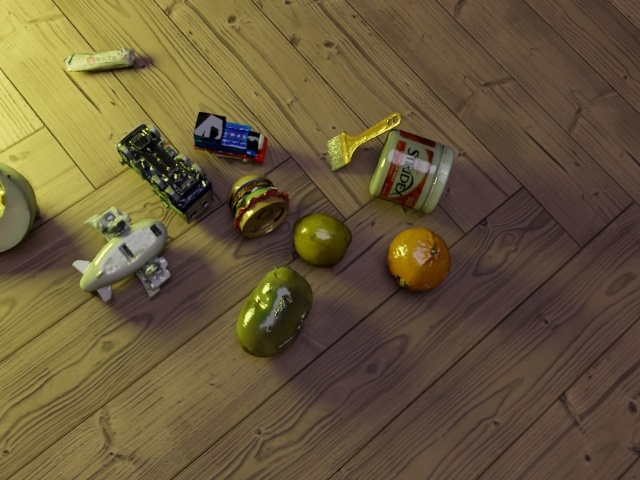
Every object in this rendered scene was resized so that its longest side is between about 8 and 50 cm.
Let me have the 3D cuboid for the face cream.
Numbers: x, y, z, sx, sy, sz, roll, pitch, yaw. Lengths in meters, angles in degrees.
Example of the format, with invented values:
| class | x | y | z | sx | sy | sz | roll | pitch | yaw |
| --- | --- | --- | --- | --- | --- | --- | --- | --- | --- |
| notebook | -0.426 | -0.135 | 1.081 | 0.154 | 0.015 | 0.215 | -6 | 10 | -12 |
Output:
| class | x | y | z | sx | sy | sz | roll | pitch | yaw |
| --- | --- | --- | --- | --- | --- | --- | --- | --- | --- |
| face cream | 0.254 | -0.195 | 1.876 | 0.187 | 0.201 | 0.201 | 19 | 70 | -1 |

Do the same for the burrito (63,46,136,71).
| class | x | y | z | sx | sy | sz | roll | pitch | yaw |
| --- | --- | --- | --- | --- | --- | --- | --- | --- | --- |
| burrito | -0.648 | -0.532 | 1.962 | 0.203 | 0.064 | 0.064 | -10 | 72 | -8 |

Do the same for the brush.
| class | x | y | z | sx | sy | sz | roll | pitch | yaw |
| --- | --- | --- | --- | --- | --- | --- | --- | --- | --- |
| brush | 0.123 | -0.292 | 1.889 | 0.013 | 0.272 | 0.103 | 10 | 63 | -45 |

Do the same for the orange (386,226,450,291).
| class | x | y | z | sx | sy | sz | roll | pitch | yaw |
| --- | --- | --- | --- | --- | --- | --- | --- | --- | --- |
| orange | 0.269 | 0.052 | 1.822 | 0.177 | 0.155 | 0.177 | -2 | 63 | 3 |

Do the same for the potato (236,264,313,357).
| class | x | y | z | sx | sy | sz | roll | pitch | yaw |
| --- | --- | --- | --- | --- | --- | --- | --- | --- | --- |
| potato | -0.117 | 0.189 | 1.729 | 0.169 | 0.143 | 0.248 | 30 | 70 | 15 |

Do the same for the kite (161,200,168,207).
| class | x | y | z | sx | sy | sz | roll | pitch | yaw |
| --- | --- | --- | --- | --- | --- | --- | --- | --- | --- |
| kite | -0.410 | -0.150 | 1.884 | 0.156 | 0.011 | 0.139 | 24 | 72 | 2 |

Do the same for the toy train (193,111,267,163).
| class | x | y | z | sx | sy | sz | roll | pitch | yaw |
| --- | --- | --- | --- | --- | --- | --- | --- | --- | --- |
| toy train | -0.255 | -0.287 | 1.884 | 0.204 | 0.131 | 0.083 | 10 | 70 | -3 |

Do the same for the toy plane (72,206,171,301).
| class | x | y | z | sx | sy | sz | roll | pitch | yaw |
| --- | --- | --- | --- | --- | --- | --- | --- | --- | --- |
| toy plane | -0.515 | 0.041 | 1.744 | 0.267 | 0.122 | 0.267 | 2 | 85 | -19 |

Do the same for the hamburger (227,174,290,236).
| class | x | y | z | sx | sy | sz | roll | pitch | yaw |
| --- | --- | --- | --- | --- | --- | --- | --- | --- | --- |
| hamburger | -0.180 | -0.102 | 1.820 | 0.175 | 0.175 | 0.137 | -28 | 63 | -15 |

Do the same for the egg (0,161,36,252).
| class | x | y | z | sx | sy | sz | roll | pitch | yaw |
| --- | --- | --- | --- | --- | --- | --- | --- | --- | --- |
| egg | -0.849 | -0.091 | 1.733 | 0.271 | 0.162 | 0.206 | -44 | 116 | 13 |

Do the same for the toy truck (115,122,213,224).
| class | x | y | z | sx | sy | sz | roll | pitch | yaw |
| --- | --- | --- | --- | --- | --- | --- | --- | --- | --- |
| toy truck | -0.423 | -0.181 | 1.811 | 0.268 | 0.155 | 0.124 | 41 | 71 | 13 |

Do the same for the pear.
| class | x | y | z | sx | sy | sz | roll | pitch | yaw |
| --- | --- | --- | --- | --- | --- | --- | --- | --- | --- |
| pear | 0.000 | 0.000 | 1.807 | 0.162 | 0.149 | 0.149 | 17 | 70 | 6 |
